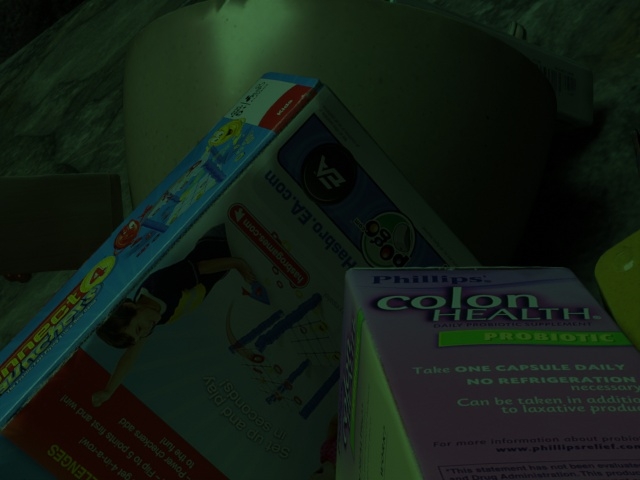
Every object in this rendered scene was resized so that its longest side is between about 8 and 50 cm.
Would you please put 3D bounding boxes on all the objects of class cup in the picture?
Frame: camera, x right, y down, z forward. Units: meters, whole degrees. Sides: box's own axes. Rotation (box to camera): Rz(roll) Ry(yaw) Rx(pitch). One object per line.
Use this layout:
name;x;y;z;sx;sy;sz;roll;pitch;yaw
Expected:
cup;0.000;0.000;0.920;0.331;0.331;0.237;-11;66;47

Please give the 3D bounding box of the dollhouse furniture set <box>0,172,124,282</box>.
dollhouse furniture set;-0.280;0.154;0.883;0.362;0.256;0.394;0;93;53

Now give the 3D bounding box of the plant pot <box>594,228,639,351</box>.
plant pot;0.246;0.068;0.569;0.212;0.187;0.212;-35;28;17

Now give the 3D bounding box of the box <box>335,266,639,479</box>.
box;0.077;0.151;0.532;0.117;0.214;0.243;-1;19;-7

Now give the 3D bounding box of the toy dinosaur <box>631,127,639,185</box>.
toy dinosaur;0.306;-0.071;0.771;0.296;0.127;0.200;-46;19;-17

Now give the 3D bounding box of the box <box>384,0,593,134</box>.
box;0.036;-0.116;1.069;0.322;0.232;0.058;-14;69;48

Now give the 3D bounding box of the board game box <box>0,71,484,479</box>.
board game box;-0.022;0.115;0.734;0.302;0.308;0.086;-47;26;-9

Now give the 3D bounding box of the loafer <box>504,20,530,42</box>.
loafer;0.182;-0.159;1.160;0.125;0.039;0.045;-69;2;-46
